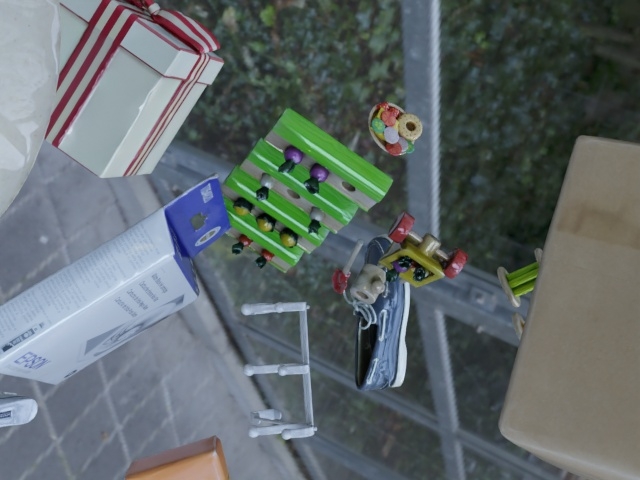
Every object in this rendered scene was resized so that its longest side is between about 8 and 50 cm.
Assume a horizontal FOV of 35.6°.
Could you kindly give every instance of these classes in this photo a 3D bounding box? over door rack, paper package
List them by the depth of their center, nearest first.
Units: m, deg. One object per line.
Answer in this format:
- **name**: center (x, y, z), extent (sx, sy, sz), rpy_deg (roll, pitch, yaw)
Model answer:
- **paper package**: center (0.360, 0.090, 0.887), extent (0.168, 0.324, 0.310), rpy_deg (38, 67, -62)
- **over door rack**: center (-0.098, 0.234, 1.835), extent (0.324, 0.108, 0.240), rpy_deg (164, -76, -74)

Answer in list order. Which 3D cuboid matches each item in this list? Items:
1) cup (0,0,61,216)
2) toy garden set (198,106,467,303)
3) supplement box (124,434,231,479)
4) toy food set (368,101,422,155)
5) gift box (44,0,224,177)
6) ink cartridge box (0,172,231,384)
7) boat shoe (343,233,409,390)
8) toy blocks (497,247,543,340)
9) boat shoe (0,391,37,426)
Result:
- **cup**: center (-0.382, -0.144, 0.677), extent (0.237, 0.331, 0.331), rpy_deg (-1, 113, -59)
- **toy garden set**: center (0.000, 0.000, 0.918), extent (0.049, 0.203, 0.244), rpy_deg (-61, -170, -26)
- **supplement box**: center (-0.083, 0.278, 0.771), extent (0.080, 0.078, 0.233), rpy_deg (175, -101, -83)
- **toy food set**: center (0.104, -0.159, 1.416), extent (0.020, 0.083, 0.083), rpy_deg (-29, -151, 53)
- **gift box**: center (-0.316, -0.270, 1.528), extent (0.258, 0.255, 0.276), rpy_deg (-56, 180, 12)
- **ink cartridge box**: center (-0.164, 0.043, 0.850), extent (0.224, 0.045, 0.223), rpy_deg (-33, 172, -7)
- **boat shoe**: center (0.086, 0.118, 1.596), extent (0.079, 0.095, 0.255), rpy_deg (-7, 107, -25)
- **toy blocks**: center (0.289, 0.052, 1.143), extent (0.054, 0.148, 0.123), rpy_deg (45, 27, -44)
- **boat shoe**: center (-0.320, 0.159, 0.945), extent (0.100, 0.035, 0.035), rpy_deg (1, 102, -50)
